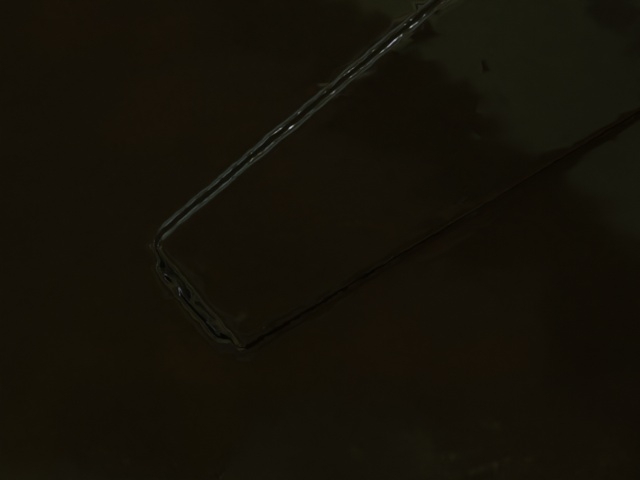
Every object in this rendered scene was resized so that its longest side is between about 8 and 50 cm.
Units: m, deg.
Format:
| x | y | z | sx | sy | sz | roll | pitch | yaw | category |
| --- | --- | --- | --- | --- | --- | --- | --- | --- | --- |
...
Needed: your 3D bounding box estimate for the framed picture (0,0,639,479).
| x | y | z | sx | sy | sz | roll | pitch | yaw | category |
| --- | --- | --- | --- | --- | --- | --- | --- | --- | --- |
| 0.000 | 0.000 | 0.398 | 0.260 | 0.023 | 0.189 | -5 | -72 | 4 | framed picture |
